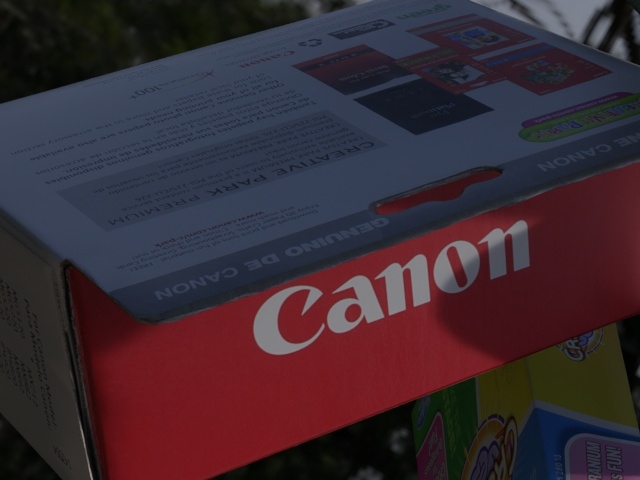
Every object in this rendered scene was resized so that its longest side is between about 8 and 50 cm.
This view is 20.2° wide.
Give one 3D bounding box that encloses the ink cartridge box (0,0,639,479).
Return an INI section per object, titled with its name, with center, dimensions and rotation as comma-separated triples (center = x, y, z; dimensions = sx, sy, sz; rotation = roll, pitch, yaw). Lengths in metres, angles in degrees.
[ink cartridge box]
center = 0.000, 0.000, 0.841
dimensions = 0.272, 0.309, 0.130
rotation = 32, -45, 54

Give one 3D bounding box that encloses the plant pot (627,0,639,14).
[plant pot]
center = 0.296, -0.265, 0.910
dimensions = 0.341, 0.341, 0.334
rotation = 28, -2, 9

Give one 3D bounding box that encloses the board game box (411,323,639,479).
[board game box]
center = 0.126, 0.154, 1.122
dimensions = 0.064, 0.316, 0.242
rotation = 6, -47, -9
